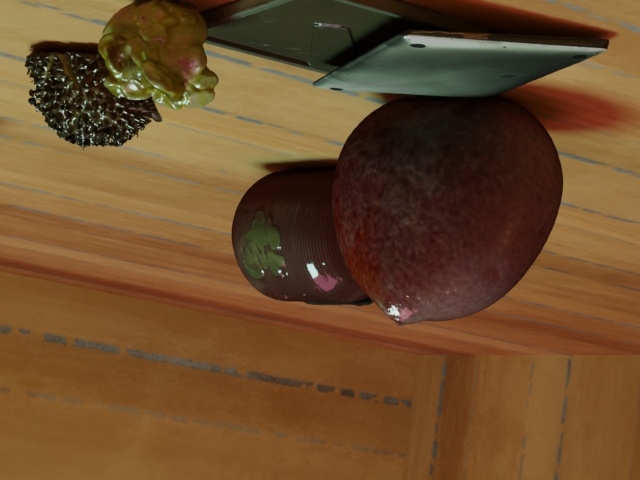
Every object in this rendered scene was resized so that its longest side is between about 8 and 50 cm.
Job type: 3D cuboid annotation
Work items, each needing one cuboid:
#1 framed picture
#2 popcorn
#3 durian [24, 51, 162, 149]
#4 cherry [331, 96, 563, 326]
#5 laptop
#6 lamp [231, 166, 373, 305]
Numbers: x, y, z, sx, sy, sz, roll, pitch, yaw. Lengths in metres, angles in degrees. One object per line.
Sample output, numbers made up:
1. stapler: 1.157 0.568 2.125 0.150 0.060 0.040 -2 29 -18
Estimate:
1. framed picture: 0.006 -0.184 1.723 0.184 0.016 0.250 12 171 -28
2. popcorn: -0.142 -0.166 1.715 0.089 0.109 0.097 -16 148 -32
3. durian: -0.228 -0.136 2.002 0.148 0.091 0.188 2 171 36
4. cherry: 0.125 -0.027 1.942 0.239 0.239 0.206 4 178 26
5. laptop: 0.117 -0.154 1.731 0.187 0.015 0.269 2 175 -17
6. lamp: 0.000 0.000 2.408 0.180 0.180 0.258 15 171 -41
